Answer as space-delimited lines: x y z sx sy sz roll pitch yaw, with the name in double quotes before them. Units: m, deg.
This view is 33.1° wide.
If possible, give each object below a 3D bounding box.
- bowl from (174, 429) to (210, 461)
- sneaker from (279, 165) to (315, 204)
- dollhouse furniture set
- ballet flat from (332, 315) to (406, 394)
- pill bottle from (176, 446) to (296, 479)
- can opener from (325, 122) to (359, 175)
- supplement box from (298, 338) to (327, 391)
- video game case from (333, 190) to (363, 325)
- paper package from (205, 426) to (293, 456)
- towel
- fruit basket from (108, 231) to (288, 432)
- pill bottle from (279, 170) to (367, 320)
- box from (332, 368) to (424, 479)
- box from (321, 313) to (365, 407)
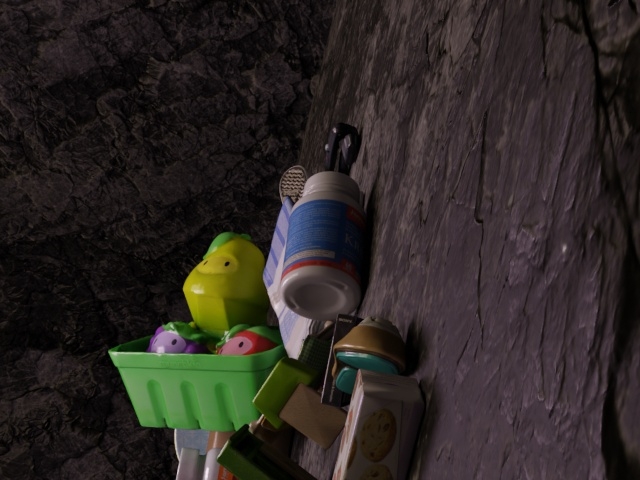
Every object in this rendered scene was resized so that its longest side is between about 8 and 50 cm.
"bowl" -0.202 0.469 2.650 0.156 0.289 0.289 24 -109 -51
"sneaker" 0.000 0.000 2.086 0.123 0.106 0.290 25 -127 -50
"dollhouse furniture set" -0.007 0.262 1.639 0.197 0.151 0.301 -57 -8 12
"ballet flat" 0.053 0.121 1.209 0.232 0.080 0.073 118 172 -72
"pill bottle" -0.162 0.459 2.038 0.121 0.221 0.121 -169 90 -85
"can opener" 0.034 -0.161 2.073 0.186 0.059 0.073 110 169 -59
"supplement box" -0.012 0.214 1.838 0.043 0.055 0.083 -88 9 -50
"video game case" 0.039 0.040 1.811 0.173 0.022 0.190 108 171 -54
"paper package" -0.147 0.373 2.363 0.309 0.168 0.325 125 156 -74
"towel" -0.049 0.088 1.939 0.285 0.034 0.209 -109 26 -42
"fruit basket" -0.201 0.172 2.116 0.283 0.392 0.392 -16 -59 -60
"pill bottle" 0.009 0.002 1.655 0.124 0.124 0.221 107 172 -50
"box" 0.037 0.289 1.090 0.063 0.067 0.324 -95 17 -72
"box" 0.034 0.155 1.397 0.162 0.029 0.116 42 -122 -81
